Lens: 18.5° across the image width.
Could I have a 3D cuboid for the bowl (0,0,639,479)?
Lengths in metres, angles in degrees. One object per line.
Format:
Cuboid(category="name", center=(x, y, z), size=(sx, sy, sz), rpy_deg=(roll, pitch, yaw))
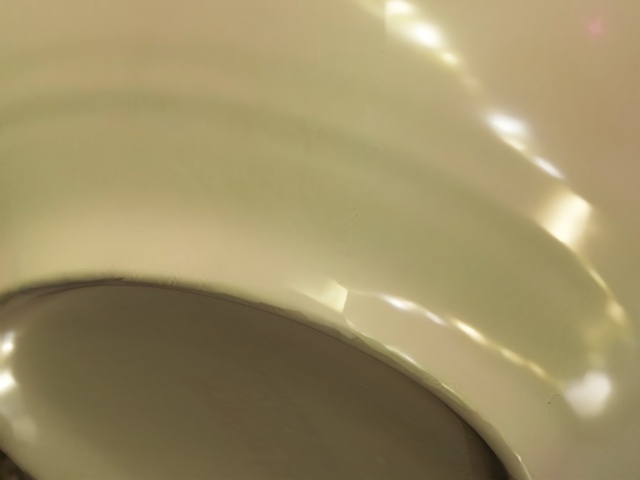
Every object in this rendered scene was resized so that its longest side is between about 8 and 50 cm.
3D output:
Cuboid(category="bowl", center=(0.000, 0.000, 0.532), size=(0.287, 0.144, 0.287), rpy_deg=(14, -33, 9))
